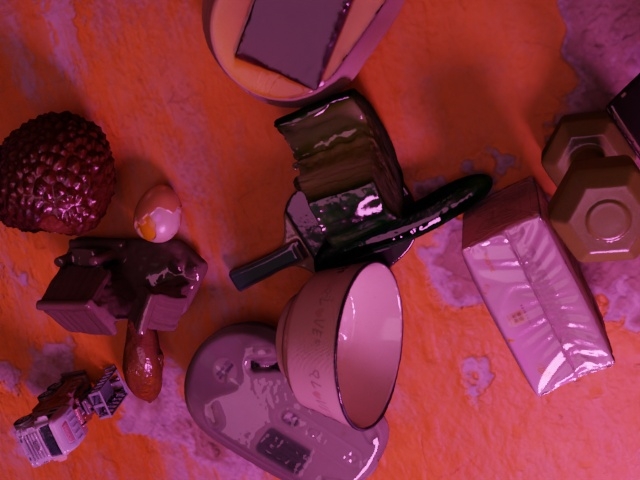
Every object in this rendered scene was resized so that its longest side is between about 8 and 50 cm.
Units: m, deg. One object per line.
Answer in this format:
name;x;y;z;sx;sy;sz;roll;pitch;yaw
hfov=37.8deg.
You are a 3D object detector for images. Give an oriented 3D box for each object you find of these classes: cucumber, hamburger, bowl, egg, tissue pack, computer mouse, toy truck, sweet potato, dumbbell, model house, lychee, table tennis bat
cucumber;0.110;-0.021;1.301;0.284;0.056;0.056;-26;102;15
hamburger;-0.020;-0.312;1.193;0.227;0.151;0.295;37;104;-6
bowl;0.020;0.141;1.311;0.126;0.238;0.237;4;110;27
egg;-0.237;-0.040;1.371;0.071;0.071;0.083;17;107;5
tissue pack;0.283;0.056;1.237;0.124;0.185;0.225;-26;103;15
computer mouse;-0.052;0.258;1.426;0.331;0.095;0.197;38;98;-11
toy truck;-0.387;0.271;1.453;0.115;0.178;0.080;-17;105;15
sweet potato;-0.278;0.167;1.456;0.068;0.068;0.226;5;109;10
dumbbell;0.329;-0.072;1.119;0.108;0.302;0.121;-35;101;20
model house;-0.296;0.071;1.355;0.229;0.188;0.122;5;106;12
cucumber;0.029;-0.086;1.230;0.130;0.191;0.191;-24;103;16
lychee;-0.382;-0.096;1.330;0.188;0.188;0.188;4;110;10
table tennis bat;0.000;0.000;1.362;0.301;0.022;0.173;-27;102;18

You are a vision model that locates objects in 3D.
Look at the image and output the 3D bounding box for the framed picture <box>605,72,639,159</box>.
framed picture;0.510;-0.096;1.137;0.338;0.255;0.014;53;155;-9
